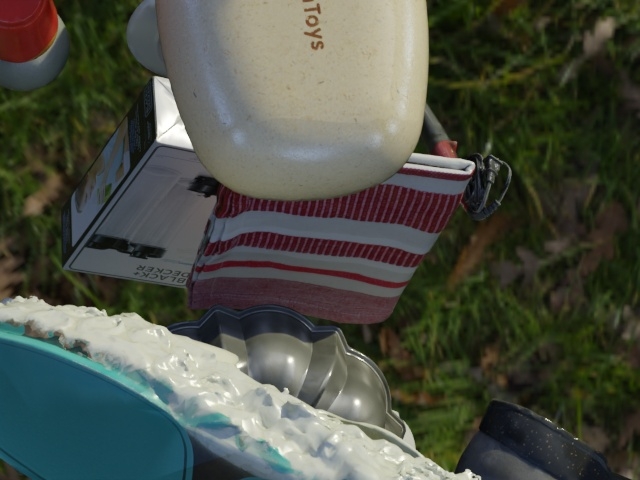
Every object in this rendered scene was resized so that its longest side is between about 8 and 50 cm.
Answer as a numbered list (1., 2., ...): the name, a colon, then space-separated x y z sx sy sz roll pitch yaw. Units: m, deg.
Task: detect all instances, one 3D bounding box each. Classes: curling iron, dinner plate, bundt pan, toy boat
1. curling iron: 0.144 -0.105 1.609 0.068 0.035 0.274 -55 28 17
2. dinner plate: -0.095 -0.174 1.250 0.141 0.141 0.017 -12 62 3
3. bundt pan: -0.068 0.231 1.443 0.330 0.124 0.331 -1 96 -5
4. toy boat: -0.085 -0.154 1.030 0.318 0.148 0.267 -2 80 -8

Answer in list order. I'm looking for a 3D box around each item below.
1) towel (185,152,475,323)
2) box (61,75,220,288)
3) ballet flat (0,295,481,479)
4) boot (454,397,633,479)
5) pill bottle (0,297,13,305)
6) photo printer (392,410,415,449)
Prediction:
1. towel: 0.000 0.000 1.499 0.237 0.329 0.037 5 62 -12
2. box: -0.169 -0.057 1.666 0.169 0.290 0.087 11 56 -28
3. ballet flat: -0.051 0.143 0.961 0.409 0.147 0.147 26 69 11
4. boot: 0.235 0.311 1.304 0.338 0.118 0.223 30 84 -2
5. pill bottle: -0.366 0.120 1.598 0.067 0.067 0.120 25 54 20
6. photo printer: -0.077 0.258 1.691 0.256 0.307 0.107 -20 71 36
